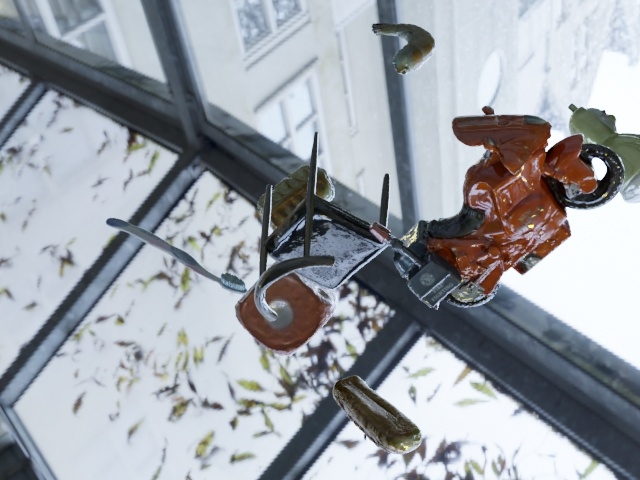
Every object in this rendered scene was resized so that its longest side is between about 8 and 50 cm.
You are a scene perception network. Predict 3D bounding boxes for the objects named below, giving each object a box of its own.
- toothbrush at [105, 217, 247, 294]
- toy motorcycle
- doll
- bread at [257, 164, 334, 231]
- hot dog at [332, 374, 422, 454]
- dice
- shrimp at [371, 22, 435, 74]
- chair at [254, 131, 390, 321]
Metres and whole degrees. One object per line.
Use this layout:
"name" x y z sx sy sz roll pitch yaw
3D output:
"toothbrush" -0.223 0.020 1.240 0.269 0.027 0.021 25 -143 20
"toy motorcycle" 0.216 -0.045 1.074 0.325 0.221 0.147 -46 -168 29
"doll" 0.595 -0.180 1.606 0.117 0.141 0.296 -44 -119 25
"bread" -0.057 -0.109 2.077 0.128 0.088 0.232 49 -123 0
"hot dog" 0.100 0.319 1.492 0.088 0.061 0.286 -16 -163 -13
"dice" -0.075 0.144 1.841 0.175 0.174 0.179 -47 -178 12
"shrimp" 0.165 -0.429 1.773 0.166 0.049 0.161 27 -125 23
"chair" 0.000 0.000 1.304 0.166 0.188 0.272 28 -134 -20
